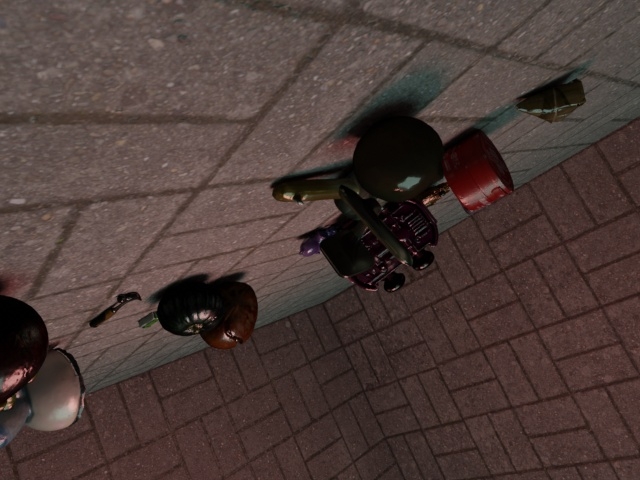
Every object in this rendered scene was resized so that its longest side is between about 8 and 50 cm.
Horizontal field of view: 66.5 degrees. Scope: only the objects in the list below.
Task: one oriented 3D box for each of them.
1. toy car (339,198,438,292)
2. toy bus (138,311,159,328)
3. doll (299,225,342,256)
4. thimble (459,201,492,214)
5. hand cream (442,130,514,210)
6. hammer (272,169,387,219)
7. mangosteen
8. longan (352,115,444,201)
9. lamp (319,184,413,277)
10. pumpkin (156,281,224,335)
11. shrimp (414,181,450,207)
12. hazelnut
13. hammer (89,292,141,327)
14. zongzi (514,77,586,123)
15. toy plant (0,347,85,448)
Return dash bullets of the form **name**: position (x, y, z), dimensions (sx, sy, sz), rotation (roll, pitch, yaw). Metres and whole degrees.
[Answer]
- **toy car**: position (0.204, -0.003, 1.593), dimensions (0.340, 0.271, 0.240), rotation (-36, -169, 8)
- **toy bus**: position (-0.563, 0.263, 1.606), dimensions (0.083, 0.031, 0.037), rotation (-31, 160, 25)
- **doll**: position (0.000, 0.000, 1.577), dimensions (0.205, 0.067, 0.110), rotation (-30, 161, -42)
- **thimble**: position (0.556, -0.175, 1.780), dimensions (0.097, 0.150, 0.150), rotation (-24, 169, 5)
- **hand cream**: position (0.423, -0.186, 1.320), dimensions (0.125, 0.193, 0.193), rotation (-30, 168, 34)
- **hammer**: position (0.034, -0.115, 1.070), dimensions (0.305, 0.113, 0.202), rotation (-7, 157, -34)
- **mangosteen**: position (-0.579, 0.201, 0.815), dimensions (0.216, 0.216, 0.216), rotation (-25, 169, -5)
- **longan**: position (0.151, -0.154, 0.935), dimensions (0.189, 0.189, 0.189), rotation (-25, 169, -5)
- **lamp**: position (0.109, 0.009, 1.043), dimensions (0.124, 0.203, 0.283), rotation (-28, 162, -22)
- **pumpkin**: position (-0.380, 0.208, 1.440), dimensions (0.201, 0.140, 0.202), rotation (-11, 152, -6)
- **shrimp**: position (0.381, -0.143, 1.754), dimensions (0.152, 0.063, 0.287), rotation (-19, 170, -39)
- **hazelnut**: position (-0.315, 0.242, 1.619), dimensions (0.217, 0.234, 0.218), rotation (10, 151, 6)
- **hammer**: position (-0.554, 0.188, 1.309), dimensions (0.201, 0.021, 0.078), rotation (-32, 167, 29)
- **zongzi**: position (0.570, -0.339, 1.265), dimensions (0.176, 0.079, 0.160), rotation (-16, 170, 4)
- **toy plant**: position (-0.842, 0.433, 1.296), dimensions (0.247, 0.247, 0.332), rotation (-32, 165, 30)
